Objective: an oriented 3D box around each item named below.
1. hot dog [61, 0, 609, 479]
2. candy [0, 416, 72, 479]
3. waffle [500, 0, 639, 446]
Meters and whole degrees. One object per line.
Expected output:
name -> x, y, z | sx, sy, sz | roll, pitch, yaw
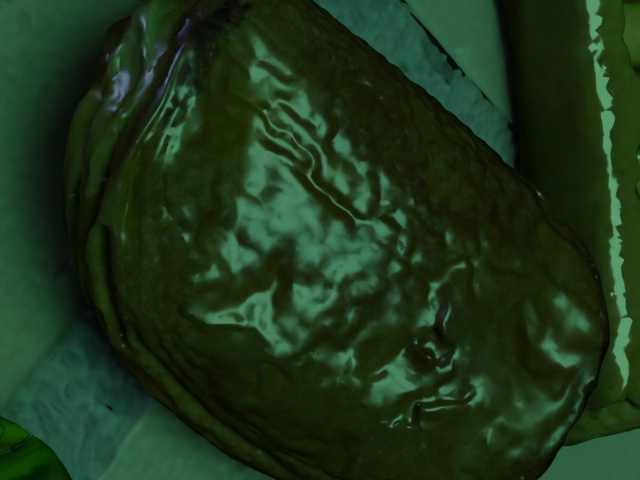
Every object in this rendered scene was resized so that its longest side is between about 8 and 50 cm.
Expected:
hot dog -> 0.000, 0.000, 0.790 | 0.272, 0.122, 0.196 | 35, 71, -25
candy -> -0.204, 0.037, 0.687 | 0.149, 0.069, 0.246 | -30, 111, -24
waffle -> 0.227, -0.079, 0.963 | 0.304, 0.077, 0.348 | -8, 95, -32
